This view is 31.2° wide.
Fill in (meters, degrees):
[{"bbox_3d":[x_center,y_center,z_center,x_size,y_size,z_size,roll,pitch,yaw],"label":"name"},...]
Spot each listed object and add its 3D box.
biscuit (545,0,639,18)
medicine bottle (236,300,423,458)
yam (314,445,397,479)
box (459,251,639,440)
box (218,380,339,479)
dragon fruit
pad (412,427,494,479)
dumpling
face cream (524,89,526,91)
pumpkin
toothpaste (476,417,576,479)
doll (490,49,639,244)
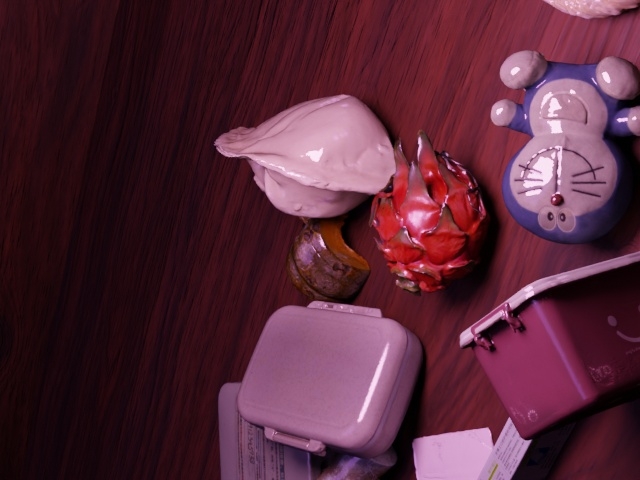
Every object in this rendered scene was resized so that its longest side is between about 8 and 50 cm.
[{"bbox_3d":[0.411,-0.409,1.590,0.281,0.084,0.179,-56,49,46],"label":"biscuit"},{"bbox_3d":[0.013,0.254,2.114,0.375,0.123,0.282,5,66,48],"label":"medicine bottle"},{"bbox_3d":[0.027,0.467,2.129,0.259,0.093,0.093,-50,45,18],"label":"yam"},{"bbox_3d":[0.352,0.137,1.502,0.193,0.294,0.168,-43,65,51],"label":"box"},{"bbox_3d":[-0.084,0.488,2.387,0.396,0.111,0.396,-10,82,58],"label":"box"},{"bbox_3d":[0.180,-0.042,1.872,0.192,0.193,0.274,-109,23,-84],"label":"dragon fruit"},{"bbox_3d":[0.230,0.407,1.961,0.232,0.004,0.157,-25,69,57],"label":"pad"},{"bbox_3d":[-0.042,-0.170,2.118,0.395,0.315,0.233,38,118,58],"label":"dumpling"},{"bbox_3d":[0.340,-0.233,1.762,0.083,0.021,0.040,54,134,45],"label":"face cream"},{"bbox_3d":[-0.004,-0.004,2.237,0.131,0.126,0.248,-53,46,42],"label":"pumpkin"},{"bbox_3d":[0.322,0.296,1.733,0.067,0.081,0.337,55,135,45],"label":"toothpaste"},{"bbox_3d":[0.348,-0.126,1.611,0.228,0.154,0.259,6,84,22],"label":"doll"}]
